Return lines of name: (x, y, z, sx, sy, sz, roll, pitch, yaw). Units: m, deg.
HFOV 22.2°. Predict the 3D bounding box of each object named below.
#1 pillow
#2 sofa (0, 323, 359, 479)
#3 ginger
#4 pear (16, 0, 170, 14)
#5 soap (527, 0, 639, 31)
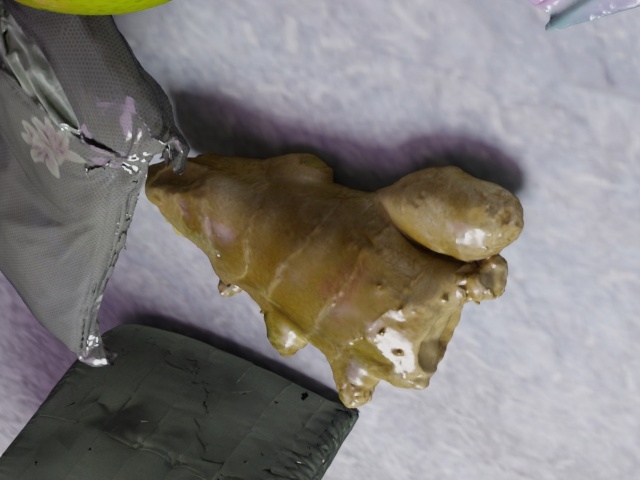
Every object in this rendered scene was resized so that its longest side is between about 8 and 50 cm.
pillow: (-0.143, -0.041, 0.858, 0.169, 0.059, 0.255, 55, 150, 18)
sofa: (-0.103, 0.197, 1.013, 0.176, 0.210, 0.225, 22, 136, 14)
ginger: (0.005, 0.013, 0.832, 0.205, 0.081, 0.115, 9, 123, 30)
pear: (-0.098, -0.177, 0.630, 0.219, 0.187, 0.187, -16, 120, 48)
soap: (0.118, -0.146, 0.600, 0.100, 0.056, 0.149, 44, 141, -9)
